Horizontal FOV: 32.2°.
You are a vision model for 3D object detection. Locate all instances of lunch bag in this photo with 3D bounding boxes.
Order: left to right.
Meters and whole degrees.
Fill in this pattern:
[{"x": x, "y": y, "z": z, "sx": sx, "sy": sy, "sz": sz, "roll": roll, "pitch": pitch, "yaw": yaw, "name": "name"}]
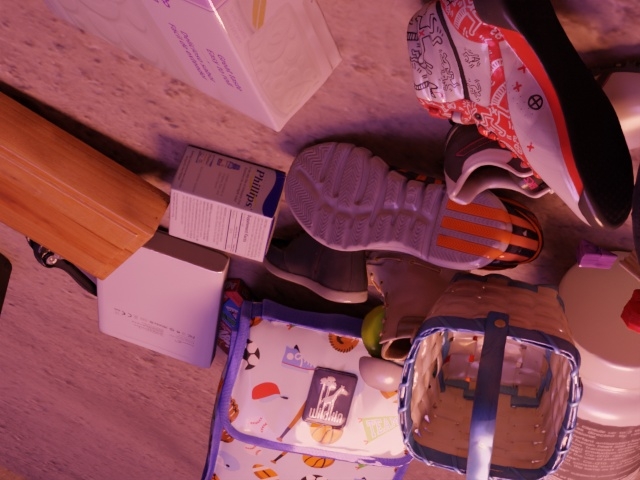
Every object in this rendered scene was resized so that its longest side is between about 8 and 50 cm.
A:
[{"x": -0.004, "y": 0.256, "z": 1.755, "sx": 0.328, "sy": 0.239, "sz": 0.385, "roll": 12, "pitch": 136, "yaw": -6, "name": "lunch bag"}]

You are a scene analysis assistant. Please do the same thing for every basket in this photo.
[{"x": 0.186, "y": 0.193, "z": 1.242, "sx": 0.201, "sy": 0.289, "sz": 0.254, "roll": 6, "pitch": 123, "yaw": 6, "name": "basket"}]

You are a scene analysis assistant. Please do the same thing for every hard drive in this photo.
[{"x": -0.254, "y": 0.087, "z": 1.746, "sx": 0.203, "sy": 0.040, "sz": 0.307, "roll": 19, "pitch": 145, "yaw": 3, "name": "hard drive"}]

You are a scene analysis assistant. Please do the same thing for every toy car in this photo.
[{"x": 0.150, "y": 0.145, "z": 1.548, "sx": 0.182, "sy": 0.159, "sz": 0.136, "roll": 24, "pitch": 164, "yaw": -15, "name": "toy car"}]

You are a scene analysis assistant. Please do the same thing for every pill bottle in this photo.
[{"x": 0.367, "y": 0.187, "z": 1.466, "sx": 0.204, "sy": 0.204, "sz": 0.361, "roll": 11, "pitch": 145, "yaw": 8, "name": "pill bottle"}]

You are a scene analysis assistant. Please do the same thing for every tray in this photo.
[{"x": -0.420, "y": -0.102, "z": 1.462, "sx": 0.411, "sy": 0.076, "sz": 0.203, "roll": 33, "pitch": 148, "yaw": -16, "name": "tray"}]

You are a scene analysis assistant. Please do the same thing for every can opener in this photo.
[{"x": -0.394, "y": 0.033, "z": 1.771, "sx": 0.059, "sy": 0.073, "sz": 0.186, "roll": -38, "pitch": 136, "yaw": 9, "name": "can opener"}]

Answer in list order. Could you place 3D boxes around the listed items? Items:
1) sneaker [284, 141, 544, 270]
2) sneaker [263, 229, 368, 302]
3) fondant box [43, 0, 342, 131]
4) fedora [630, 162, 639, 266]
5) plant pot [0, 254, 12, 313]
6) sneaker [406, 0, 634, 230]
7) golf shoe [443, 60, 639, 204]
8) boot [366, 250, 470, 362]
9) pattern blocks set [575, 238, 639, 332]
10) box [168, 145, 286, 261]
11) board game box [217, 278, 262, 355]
[{"x": 0.116, "y": -0.023, "z": 1.318, "sx": 0.321, "sy": 0.124, "sz": 0.180, "roll": 22, "pitch": -175, "yaw": 35, "name": "sneaker"}, {"x": 0.000, "y": 0.000, "z": 1.486, "sx": 0.083, "sy": 0.118, "sz": 0.222, "roll": 0, "pitch": -168, "yaw": -34, "name": "sneaker"}, {"x": -0.159, "y": -0.253, "z": 0.938, "sx": 0.330, "sy": 0.096, "sz": 0.238, "roll": 29, "pitch": 162, "yaw": 33, "name": "fondant box"}, {"x": 0.434, "y": -0.028, "z": 1.058, "sx": 0.334, "sy": 0.334, "sz": 0.152, "roll": 21, "pitch": -179, "yaw": -9, "name": "fedora"}, {"x": -0.625, "y": 0.077, "z": 1.837, "sx": 0.167, "sy": 0.187, "sz": 0.188, "roll": -12, "pitch": 142, "yaw": 23, "name": "plant pot"}, {"x": 0.184, "y": -0.122, "z": 1.053, "sx": 0.145, "sy": 0.090, "sz": 0.270, "roll": -18, "pitch": 105, "yaw": 51, "name": "sneaker"}, {"x": 0.252, "y": -0.098, "z": 1.121, "sx": 0.273, "sy": 0.120, "sz": 0.105, "roll": -9, "pitch": 142, "yaw": 36, "name": "golf shoe"}, {"x": 0.094, "y": 0.081, "z": 1.470, "sx": 0.213, "sy": 0.165, "sz": 0.077, "roll": -5, "pitch": 145, "yaw": 33, "name": "boot"}, {"x": 0.426, "y": 0.055, "z": 1.181, "sx": 0.325, "sy": 0.285, "sz": 0.026, "roll": 10, "pitch": 114, "yaw": -14, "name": "pattern blocks set"}, {"x": -0.124, "y": -0.047, "z": 1.453, "sx": 0.137, "sy": 0.072, "sz": 0.126, "roll": 17, "pitch": 152, "yaw": -1, "name": "box"}, {"x": -0.134, "y": 0.144, "z": 1.852, "sx": 0.145, "sy": 0.027, "sz": 0.281, "roll": 0, "pitch": 148, "yaw": 29, "name": "board game box"}]
